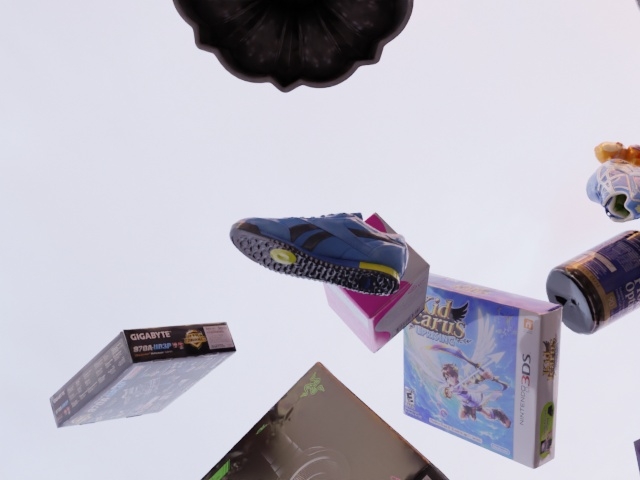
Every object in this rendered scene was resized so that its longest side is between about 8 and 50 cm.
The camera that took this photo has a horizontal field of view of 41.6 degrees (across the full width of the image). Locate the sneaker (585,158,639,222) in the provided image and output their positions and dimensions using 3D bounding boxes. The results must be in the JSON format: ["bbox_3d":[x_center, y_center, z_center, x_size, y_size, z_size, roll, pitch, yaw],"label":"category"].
[{"bbox_3d":[0.462,-0.075,1.307,0.081,0.211,0.080,-36,-83,-6],"label":"sneaker"}]

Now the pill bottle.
[{"bbox_3d":[0.486,0.056,1.366,0.219,0.123,0.123,-25,-102,-18],"label":"pill bottle"}]

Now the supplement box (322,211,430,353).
[{"bbox_3d":[0.079,0.067,1.209,0.111,0.220,0.114,-40,-107,-10],"label":"supplement box"}]

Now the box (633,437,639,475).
[{"bbox_3d":[0.575,0.327,1.163,0.103,0.261,0.184,16,-128,-21],"label":"box"}]

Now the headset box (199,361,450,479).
[{"bbox_3d":[0.003,0.319,1.046,0.246,0.283,0.131,-44,-56,-8],"label":"headset box"}]

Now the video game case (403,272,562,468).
[{"bbox_3d":[0.243,0.194,1.323,0.061,0.269,0.244,-12,-73,-41],"label":"video game case"}]

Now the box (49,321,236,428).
[{"bbox_3d":[-0.249,0.189,1.180,0.175,0.220,0.051,1,-122,-46],"label":"box"}]

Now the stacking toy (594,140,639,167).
[{"bbox_3d":[0.613,-0.110,1.430,0.302,0.166,0.175,21,-145,8],"label":"stacking toy"}]

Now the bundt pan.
[{"bbox_3d":[-0.034,-0.361,1.128,0.331,0.124,0.331,0,-83,-1],"label":"bundt pan"}]

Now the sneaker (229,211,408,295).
[{"bbox_3d":[0.000,0.000,0.984,0.209,0.069,0.082,14,-121,-4],"label":"sneaker"}]

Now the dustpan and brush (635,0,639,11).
[{"bbox_3d":[0.349,-0.354,0.897,0.060,0.147,0.211,2,-103,3],"label":"dustpan and brush"}]
